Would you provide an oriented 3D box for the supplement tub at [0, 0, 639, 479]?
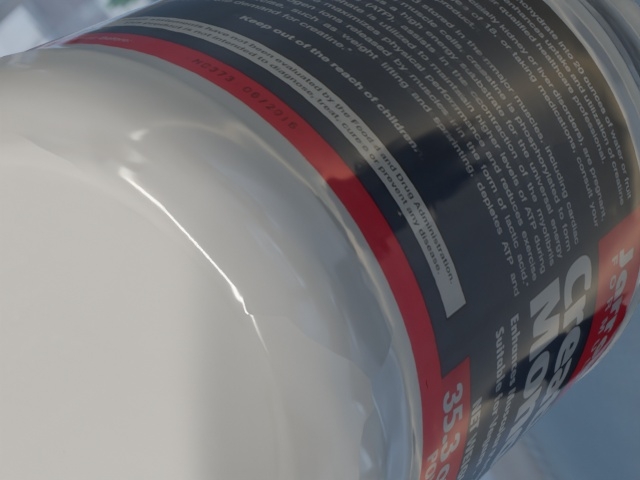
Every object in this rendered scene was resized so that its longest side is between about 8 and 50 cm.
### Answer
[{"bbox_3d":[0.000,0.000,0.563,0.191,0.272,0.191,14,117,29],"label":"supplement tub"}]
